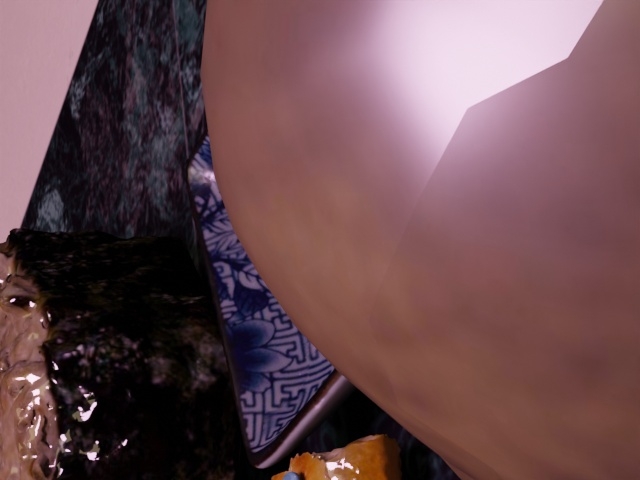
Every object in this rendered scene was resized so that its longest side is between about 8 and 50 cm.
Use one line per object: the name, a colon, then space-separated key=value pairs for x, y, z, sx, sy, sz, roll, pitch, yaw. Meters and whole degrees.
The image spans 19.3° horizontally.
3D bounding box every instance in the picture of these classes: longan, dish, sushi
longan: x=0.157 y=-0.048 z=0.569 sx=0.404 sy=0.404 sz=0.336 roll=-51 pitch=42 yaw=48
dish: x=0.000 y=0.000 z=1.180 sx=0.182 sy=0.080 sz=0.243 roll=-54 pitch=43 yaw=46
sushi: x=-0.165 y=0.105 z=1.350 sx=0.350 sy=0.170 sz=0.211 roll=-137 pitch=57 yaw=-70

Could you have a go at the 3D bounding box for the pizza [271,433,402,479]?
pizza: x=-0.024 y=0.253 z=1.181 sx=0.226 sy=0.086 sz=0.336 roll=-131 pitch=54 yaw=-61

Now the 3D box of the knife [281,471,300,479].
knife: x=-0.033 y=0.175 z=1.120 sx=0.096 sy=0.010 sz=0.027 roll=-65 pitch=29 yaw=29
